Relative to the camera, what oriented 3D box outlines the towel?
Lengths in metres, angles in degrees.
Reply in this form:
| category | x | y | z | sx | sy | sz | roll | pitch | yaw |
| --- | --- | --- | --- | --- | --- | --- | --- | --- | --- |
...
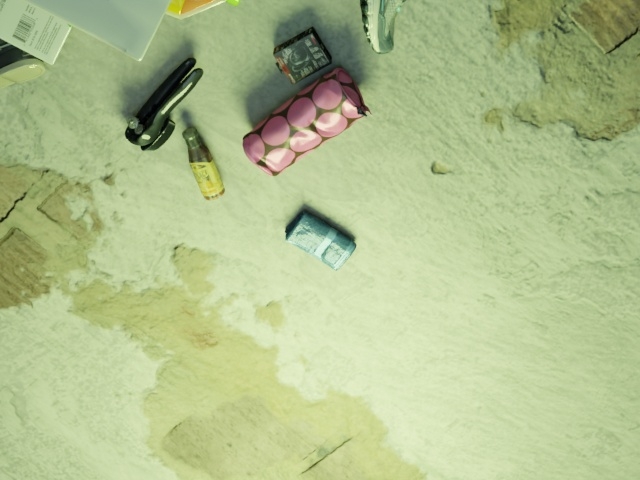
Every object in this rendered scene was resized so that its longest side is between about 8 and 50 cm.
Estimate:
| category | x | y | z | sx | sy | sz | roll | pitch | yaw |
| --- | --- | --- | --- | --- | --- | --- | --- | --- | --- |
| towel | 0.000 | 0.000 | 2.083 | 0.119 | 0.029 | 0.067 | 32 | 115 | -16 |

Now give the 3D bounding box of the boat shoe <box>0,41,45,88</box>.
| category | x | y | z | sx | sy | sz | roll | pitch | yaw |
| --- | --- | --- | --- | --- | --- | --- | --- | --- | --- |
| boat shoe | -0.544 | -0.282 | 1.925 | 0.206 | 0.075 | 0.065 | -12 | 76 | 14 |

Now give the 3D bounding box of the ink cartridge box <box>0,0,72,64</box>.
| category | x | y | z | sx | sy | sz | roll | pitch | yaw |
| --- | --- | --- | --- | --- | --- | --- | --- | --- | --- |
| ink cartridge box | -0.471 | -0.393 | 1.830 | 0.208 | 0.087 | 0.153 | 28 | 117 | -15 |

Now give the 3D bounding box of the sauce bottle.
| category | x | y | z | sx | sy | sz | roll | pitch | yaw |
| --- | --- | --- | --- | --- | --- | --- | --- | --- | --- |
| sauce bottle | -0.201 | -0.130 | 2.005 | 0.042 | 0.042 | 0.128 | -17 | 117 | 11 |

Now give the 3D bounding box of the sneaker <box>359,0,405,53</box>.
| category | x | y | z | sx | sy | sz | roll | pitch | yaw |
| --- | --- | --- | --- | --- | --- | --- | --- | --- | --- |
| sneaker | 0.122 | -0.416 | 1.796 | 0.122 | 0.110 | 0.283 | 0 | 120 | -3 |

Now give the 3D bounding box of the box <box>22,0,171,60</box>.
| category | x | y | z | sx | sy | sz | roll | pitch | yaw |
| --- | --- | --- | --- | --- | --- | --- | --- | --- | --- |
| box | -0.278 | -0.416 | 1.586 | 0.215 | 0.345 | 0.168 | 26 | 117 | -13 |

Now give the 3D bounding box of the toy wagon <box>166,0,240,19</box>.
| category | x | y | z | sx | sy | sz | roll | pitch | yaw |
| --- | --- | --- | --- | --- | --- | --- | --- | --- | --- |
| toy wagon | -0.205 | -0.510 | 1.769 | 0.267 | 0.068 | 0.344 | 20 | 119 | -10 |

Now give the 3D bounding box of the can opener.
| category | x | y | z | sx | sy | sz | roll | pitch | yaw |
| --- | --- | --- | --- | --- | --- | --- | --- | --- | --- |
| can opener | -0.258 | -0.226 | 1.950 | 0.059 | 0.073 | 0.186 | 46 | 114 | 20 |

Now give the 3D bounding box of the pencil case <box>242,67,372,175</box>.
| category | x | y | z | sx | sy | sz | roll | pitch | yaw |
| --- | --- | --- | --- | --- | --- | --- | --- | --- | --- |
| pencil case | -0.023 | -0.187 | 1.944 | 0.209 | 0.095 | 0.098 | -31 | 136 | 20 |

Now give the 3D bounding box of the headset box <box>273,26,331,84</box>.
| category | x | y | z | sx | sy | sz | roll | pitch | yaw |
| --- | --- | --- | --- | --- | --- | --- | --- | --- | --- |
| headset box | -0.032 | -0.296 | 1.910 | 0.083 | 0.032 | 0.062 | -27 | 116 | 17 |
